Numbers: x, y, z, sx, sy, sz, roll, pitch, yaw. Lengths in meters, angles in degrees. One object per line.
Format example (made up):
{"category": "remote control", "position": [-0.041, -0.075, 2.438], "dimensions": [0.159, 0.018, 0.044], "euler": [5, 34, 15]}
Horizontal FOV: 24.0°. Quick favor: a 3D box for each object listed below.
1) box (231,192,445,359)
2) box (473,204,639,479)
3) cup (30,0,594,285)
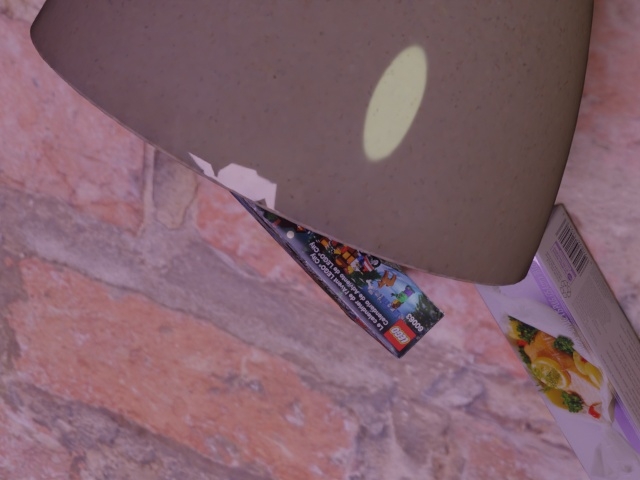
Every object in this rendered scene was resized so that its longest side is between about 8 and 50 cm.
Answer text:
{"category": "box", "position": [0.000, 0.000, 1.062], "dimensions": [0.159, 0.044, 0.233], "euler": [47, 178, -5]}
{"category": "box", "position": [0.217, 0.126, 1.109], "dimensions": [0.063, 0.067, 0.324], "euler": [-18, 112, 40]}
{"category": "cup", "position": [0.030, -0.156, 0.883], "dimensions": [0.331, 0.331, 0.237], "euler": [30, 105, 9]}
